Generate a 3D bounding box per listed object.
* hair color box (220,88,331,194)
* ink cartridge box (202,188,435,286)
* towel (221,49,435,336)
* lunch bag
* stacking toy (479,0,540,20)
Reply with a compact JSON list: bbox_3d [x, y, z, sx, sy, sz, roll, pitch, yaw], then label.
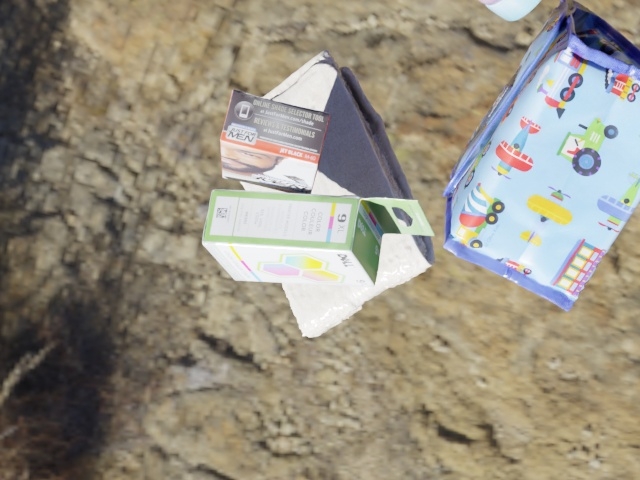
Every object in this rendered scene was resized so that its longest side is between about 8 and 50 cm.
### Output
[{"bbox_3d":[-0.044,-0.088,1.313,0.093,0.167,0.053,14,79,0],"label":"hair color box"},{"bbox_3d":[0.000,0.000,1.379,0.209,0.109,0.062,3,71,16],"label":"ink cartridge box"},{"bbox_3d":[0.004,-0.053,1.546,0.187,0.049,0.282,-34,67,31],"label":"towel"},{"bbox_3d":[0.216,-0.105,1.336,0.221,0.138,0.293,-60,11,18],"label":"lunch bag"},{"bbox_3d":[0.225,-0.377,1.377,0.279,0.130,0.309,-55,20,35],"label":"stacking toy"}]
